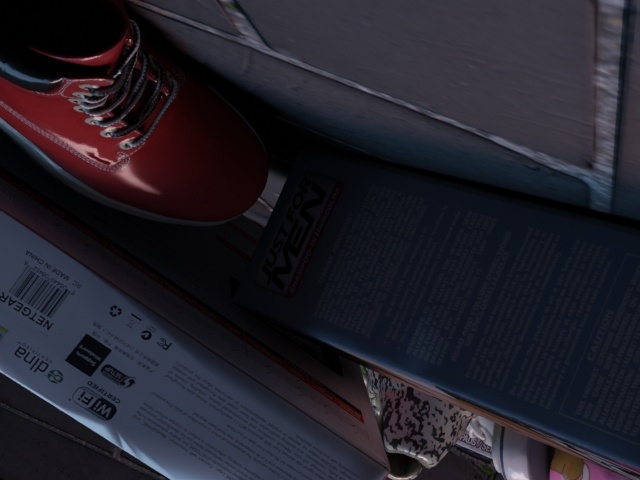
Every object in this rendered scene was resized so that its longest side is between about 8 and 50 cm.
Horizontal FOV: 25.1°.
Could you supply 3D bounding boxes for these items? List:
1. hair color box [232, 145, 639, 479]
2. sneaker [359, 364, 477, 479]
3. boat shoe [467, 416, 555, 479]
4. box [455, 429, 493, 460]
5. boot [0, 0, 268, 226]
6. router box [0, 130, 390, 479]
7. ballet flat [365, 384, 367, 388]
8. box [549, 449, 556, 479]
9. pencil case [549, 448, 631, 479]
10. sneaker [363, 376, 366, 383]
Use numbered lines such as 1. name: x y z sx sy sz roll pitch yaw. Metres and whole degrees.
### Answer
1. hair color box: 0.142 0.059 0.792 0.185 0.114 0.374 28 174 -40
2. sneaker: 0.076 0.110 1.233 0.158 0.182 0.410 23 176 3
3. boat shoe: 0.173 0.159 1.326 0.084 0.095 0.258 -4 -169 14
4. box: 0.296 0.236 1.822 0.247 0.142 0.163 21 174 12
5. boot: -0.097 -0.070 0.709 0.244 0.088 0.176 31 170 -32
6. router box: -0.124 0.021 0.924 0.335 0.082 0.301 35 -167 -16
7. ballet flat: -0.057 0.048 1.624 0.348 0.123 0.123 31 177 16
8. box: 0.332 0.246 1.462 0.216 0.060 0.270 15 -161 19
9. pencil case: 0.386 0.226 1.201 0.386 0.167 0.160 21 151 37
10. sneaker: 0.067 0.100 1.504 0.297 0.129 0.111 23 173 -9
